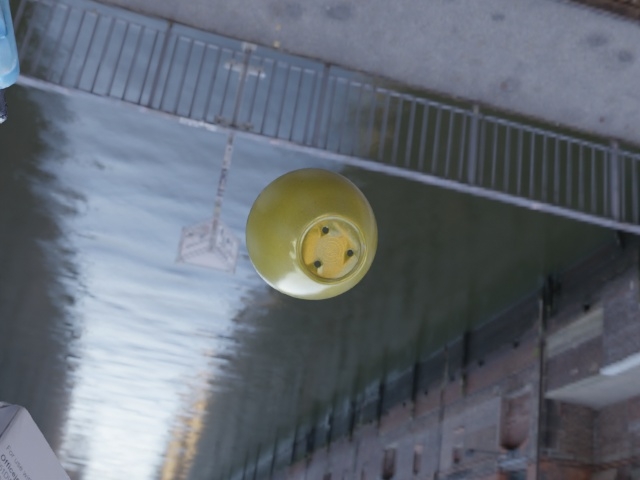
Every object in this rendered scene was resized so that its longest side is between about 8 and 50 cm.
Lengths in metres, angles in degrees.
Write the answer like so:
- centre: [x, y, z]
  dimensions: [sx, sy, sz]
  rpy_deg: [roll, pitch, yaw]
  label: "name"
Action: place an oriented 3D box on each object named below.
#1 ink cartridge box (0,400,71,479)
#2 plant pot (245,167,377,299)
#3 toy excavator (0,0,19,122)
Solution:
- centre: [-0.383, 0.328, 0.630]
  dimensions: [0.285, 0.395, 0.166]
  rpy_deg: [-17, 113, 16]
  label: "ink cartridge box"
- centre: [0.000, 0.000, 0.811]
  dimensions: [0.134, 0.134, 0.095]
  rpy_deg: [15, -175, -14]
  label: "plant pot"
- centre: [-0.399, -0.264, 0.858]
  dimensions: [0.433, 0.222, 0.445]
  rpy_deg: [-9, 178, -17]
  label: "toy excavator"
